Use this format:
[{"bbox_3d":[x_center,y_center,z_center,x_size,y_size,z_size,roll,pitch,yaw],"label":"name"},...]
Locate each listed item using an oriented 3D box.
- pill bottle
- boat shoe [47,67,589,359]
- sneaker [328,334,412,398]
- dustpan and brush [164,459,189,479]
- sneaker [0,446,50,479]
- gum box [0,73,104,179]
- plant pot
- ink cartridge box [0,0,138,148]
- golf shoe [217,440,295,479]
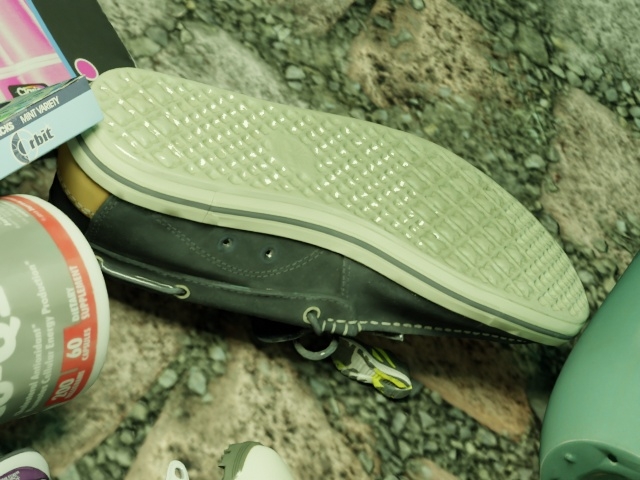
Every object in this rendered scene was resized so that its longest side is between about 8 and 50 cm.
[{"bbox_3d":[-0.301,0.071,1.385,0.283,0.161,0.161,-17,68,-43],"label":"pill bottle"},{"bbox_3d":[0.000,0.000,1.669,0.500,0.156,0.187,15,40,-26],"label":"boat shoe"},{"bbox_3d":[0.042,0.104,1.714,0.083,0.031,0.035,36,29,-13],"label":"sneaker"},{"bbox_3d":[-0.111,0.262,1.443,0.147,0.060,0.211,15,49,-26],"label":"dustpan and brush"},{"bbox_3d":[-0.254,0.219,1.361,0.223,0.083,0.098,-22,76,-46],"label":"sneaker"},{"bbox_3d":[-0.278,-0.060,1.495,0.157,0.184,0.041,-36,107,-48],"label":"gum box"},{"bbox_3d":[0.322,0.166,1.692,0.293,0.293,0.235,45,58,3],"label":"plant pot"},{"bbox_3d":[-0.296,-0.238,1.701,0.175,0.069,0.371,-10,60,-51],"label":"ink cartridge box"},{"bbox_3d":[0.008,0.263,1.472,0.105,0.120,0.273,29,36,-60],"label":"golf shoe"}]
